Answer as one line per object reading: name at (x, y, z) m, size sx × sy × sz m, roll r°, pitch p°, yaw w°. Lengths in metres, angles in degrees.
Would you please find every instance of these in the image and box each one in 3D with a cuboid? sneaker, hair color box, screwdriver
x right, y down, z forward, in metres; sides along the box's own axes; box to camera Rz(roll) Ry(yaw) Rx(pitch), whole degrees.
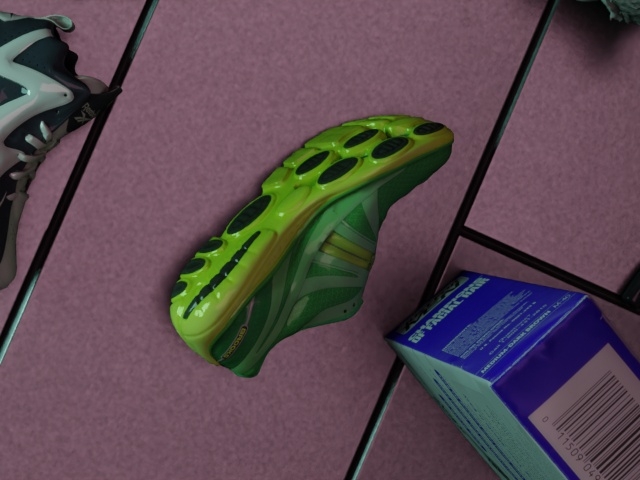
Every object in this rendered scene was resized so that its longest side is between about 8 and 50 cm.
sneaker at (0.000, 0.000, 1.396) m, size 0.295 × 0.109 × 0.123 m, roll -41°, pitch 125°, yaw -9°
hair color box at (0.181, 0.130, 1.301) m, size 0.110 × 0.339 × 0.185 m, roll -41°, pitch 99°, yaw -8°
screwdriver at (0.340, -0.002, 1.488) m, size 0.170 × 0.024 × 0.025 m, roll -45°, pitch 70°, yaw -8°
sneaker at (-0.237, -0.082, 1.337) m, size 0.153 × 0.094 × 0.235 m, roll -8°, pitch 84°, yaw -2°

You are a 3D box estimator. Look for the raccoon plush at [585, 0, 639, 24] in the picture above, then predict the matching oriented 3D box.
raccoon plush at (0.275, -0.338, 1.270) m, size 0.299 × 0.446 × 0.216 m, roll 43°, pitch 71°, yaw 3°
